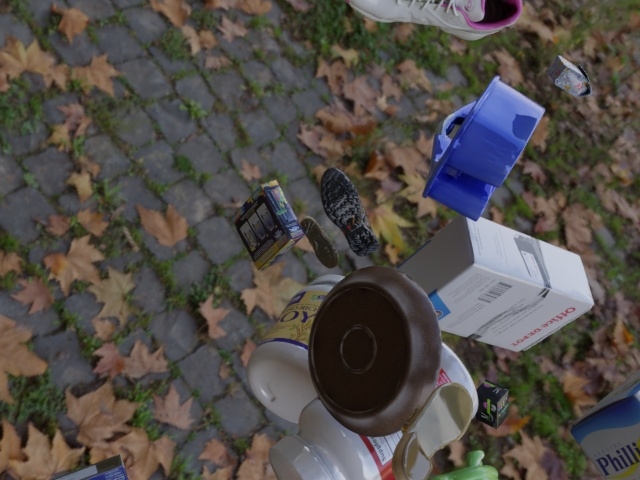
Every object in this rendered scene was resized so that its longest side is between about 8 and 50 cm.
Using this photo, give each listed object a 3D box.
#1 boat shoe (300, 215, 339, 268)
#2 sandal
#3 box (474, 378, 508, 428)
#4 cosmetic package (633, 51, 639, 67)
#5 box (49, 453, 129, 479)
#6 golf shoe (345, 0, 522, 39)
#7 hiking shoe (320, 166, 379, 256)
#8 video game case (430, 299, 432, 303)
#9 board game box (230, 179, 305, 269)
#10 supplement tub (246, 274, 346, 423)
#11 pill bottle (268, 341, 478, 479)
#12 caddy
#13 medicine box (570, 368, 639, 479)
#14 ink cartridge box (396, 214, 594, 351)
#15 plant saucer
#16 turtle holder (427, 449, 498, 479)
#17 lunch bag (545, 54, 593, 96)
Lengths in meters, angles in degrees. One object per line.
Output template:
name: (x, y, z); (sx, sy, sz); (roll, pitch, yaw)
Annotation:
boat shoe: (0.000, 0.000, 1.711); (0.135, 0.050, 0.045); (61, 9, -20)
sandal: (0.150, 0.294, 1.176); (0.240, 0.079, 0.088); (-33, 99, -53)
box: (0.381, 0.366, 1.713); (0.062, 0.083, 0.052); (21, 43, 37)
cosmetic package: (0.759, -0.290, 1.381); (0.385, 0.217, 0.156); (8, 52, -46)
box: (-0.439, 0.521, 1.522); (0.136, 0.225, 0.036); (-17, 43, -18)
golf shoe: (0.182, -0.392, 1.213); (0.306, 0.140, 0.115); (3, 102, -24)
hiking shoe: (0.053, -0.072, 1.716); (0.114, 0.086, 0.227); (-113, 178, -61)
video game case: (0.193, 0.160, 1.731); (0.087, 0.122, 0.011); (-31, 106, -81)
board game box: (-0.118, -0.032, 1.702); (0.048, 0.170, 0.141); (-23, 80, -37)
supplement tub: (-0.009, 0.260, 1.895); (0.241, 0.241, 0.331); (42, 42, -5)
pill bottle: (0.106, 0.380, 1.566); (0.408, 0.229, 0.229); (-31, 82, -25)
caddy: (0.332, -0.205, 1.646); (0.179, 0.241, 0.341); (32, 49, 7)
medicine box: (0.518, 0.271, 0.958); (0.263, 0.149, 0.289); (-25, 70, -30)
ink cartridge box: (0.435, 0.117, 1.937); (0.395, 0.285, 0.166); (18, 49, -26)
plant saucer: (0.080, 0.197, 1.388); (0.050, 0.310, 0.310); (12, 55, -46)
turtle holder: (0.332, 0.630, 1.782); (0.243, 0.320, 0.227); (-12, 63, -12)
lunch bag: (0.508, -0.329, 1.551); (0.083, 0.053, 0.071); (28, 29, -17)
